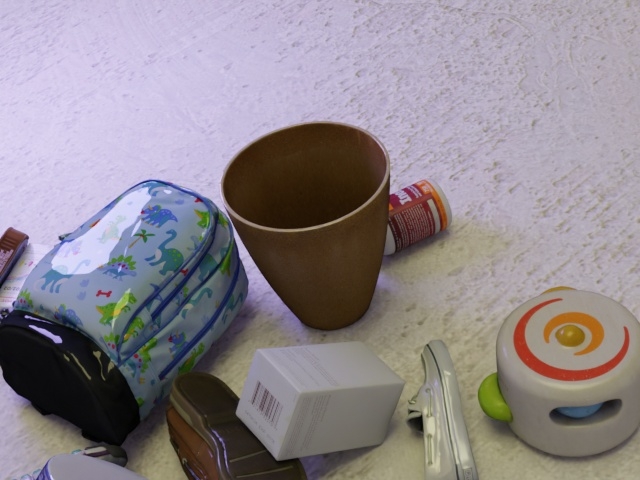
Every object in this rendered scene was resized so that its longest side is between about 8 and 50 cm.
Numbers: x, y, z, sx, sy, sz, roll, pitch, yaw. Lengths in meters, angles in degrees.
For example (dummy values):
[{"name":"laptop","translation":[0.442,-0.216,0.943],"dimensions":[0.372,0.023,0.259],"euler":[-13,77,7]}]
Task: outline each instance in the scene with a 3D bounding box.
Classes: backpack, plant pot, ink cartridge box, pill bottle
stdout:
[{"name":"backpack","translation":[-0.264,0.082,1.719],"dimensions":[0.290,0.273,0.355],"euler":[20,38,41]},{"name":"plant pot","translation":[0.000,0.000,1.710],"dimensions":[0.237,0.254,0.237],"euler":[-8,41,7]},{"name":"ink cartridge box","translation":[-0.440,0.089,1.866],"dimensions":[0.104,0.062,0.181],"euler":[4,44,17]},{"name":"pill bottle","translation":[0.119,-0.030,1.841],"dimensions":[0.152,0.086,0.086],"euler":[-25,43,-14]}]

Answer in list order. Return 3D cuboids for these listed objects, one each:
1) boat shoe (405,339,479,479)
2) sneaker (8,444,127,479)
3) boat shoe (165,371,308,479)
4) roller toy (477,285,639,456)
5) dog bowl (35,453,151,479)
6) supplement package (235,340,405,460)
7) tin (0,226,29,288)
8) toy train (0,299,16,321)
[{"name":"boat shoe","translation":[0.146,0.222,1.554],"dimensions":[0.075,0.083,0.226],"euler":[-10,42,1]},{"name":"sneaker","translation":[-0.349,0.347,1.563],"dimensions":[0.223,0.083,0.098],"euler":[-22,62,-3]},{"name":"boat shoe","translation":[-0.107,0.295,1.527],"dimensions":[0.110,0.105,0.307],"euler":[0,30,-30]},{"name":"roller toy","translation":[0.322,0.162,1.530],"dimensions":[0.191,0.146,0.209],"euler":[25,53,35]},{"name":"dog bowl","translation":[-0.219,0.353,1.356],"dimensions":[0.265,0.265,0.104],"euler":[30,92,38]},{"name":"supplement package","translation":[0.001,0.203,1.539],"dimensions":[0.179,0.105,0.105],"euler":[0,28,-39]},{"name":"tin","translation":[-0.512,0.062,1.886],"dimensions":[0.040,0.106,0.190],"euler":[25,47,-5]},{"name":"toy train","translation":[-0.412,0.082,1.802],"dimensions":[0.158,0.027,0.036],"euler":[-36,54,-28]}]
